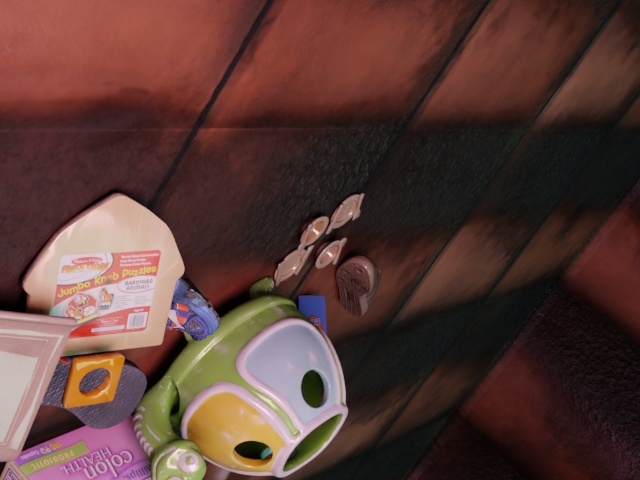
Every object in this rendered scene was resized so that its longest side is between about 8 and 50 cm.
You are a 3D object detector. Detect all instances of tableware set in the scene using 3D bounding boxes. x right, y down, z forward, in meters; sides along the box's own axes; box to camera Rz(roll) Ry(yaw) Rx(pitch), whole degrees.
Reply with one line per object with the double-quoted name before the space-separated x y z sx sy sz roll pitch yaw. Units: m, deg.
"tableware set" 0.000 0.000 1.757 0.169 0.020 0.141 -25 150 -45

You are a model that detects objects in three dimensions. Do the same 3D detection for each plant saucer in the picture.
"plant saucer" -0.133 0.395 2.173 0.198 0.036 0.198 -40 159 -19

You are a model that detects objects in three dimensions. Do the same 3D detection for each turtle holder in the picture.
"turtle holder" -0.103 0.211 1.642 0.243 0.227 0.320 -54 159 17

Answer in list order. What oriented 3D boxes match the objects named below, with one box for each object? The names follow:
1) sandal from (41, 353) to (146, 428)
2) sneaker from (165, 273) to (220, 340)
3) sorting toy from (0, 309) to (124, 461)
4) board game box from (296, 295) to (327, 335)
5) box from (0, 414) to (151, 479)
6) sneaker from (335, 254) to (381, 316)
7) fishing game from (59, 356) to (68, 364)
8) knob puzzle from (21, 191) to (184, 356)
"sandal" -0.299 0.166 1.443 0.097 0.054 0.254 -51 148 2
"sneaker" -0.196 0.075 1.452 0.087 0.083 0.221 -39 149 -2
"sorting toy" -0.365 0.145 1.216 0.348 0.047 0.196 11 113 -46
"board game box" -0.020 0.211 1.912 0.047 0.160 0.210 1 146 -6
"box" -0.350 0.381 1.620 0.214 0.117 0.243 -17 144 -52
"sneaker" 0.067 0.057 1.952 0.071 0.066 0.188 -57 169 -25
"fishing game" -0.398 0.209 1.287 0.264 0.041 0.189 -48 144 -1
"knob puzzle" -0.239 0.034 1.297 0.213 0.030 0.213 -19 127 -28
